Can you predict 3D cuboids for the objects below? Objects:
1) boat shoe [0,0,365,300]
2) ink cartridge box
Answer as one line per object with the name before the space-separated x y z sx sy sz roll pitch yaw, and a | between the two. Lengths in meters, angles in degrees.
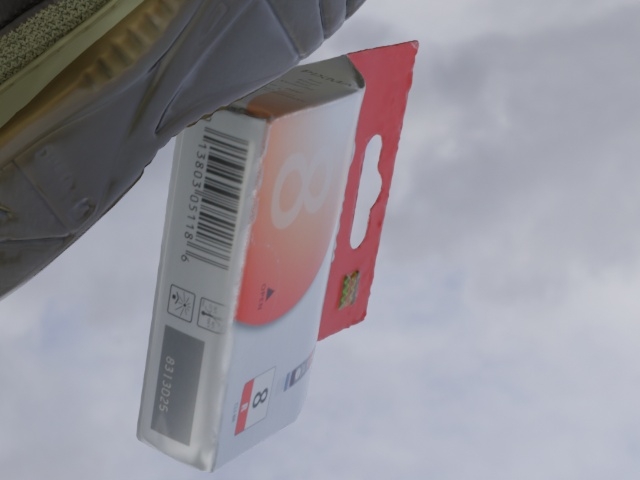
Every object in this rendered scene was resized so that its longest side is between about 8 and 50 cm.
boat shoe | -0.058 -0.071 0.455 0.223 0.080 0.073 -42 -114 -13
ink cartridge box | 0.000 0.000 0.627 0.045 0.145 0.179 22 -157 29
